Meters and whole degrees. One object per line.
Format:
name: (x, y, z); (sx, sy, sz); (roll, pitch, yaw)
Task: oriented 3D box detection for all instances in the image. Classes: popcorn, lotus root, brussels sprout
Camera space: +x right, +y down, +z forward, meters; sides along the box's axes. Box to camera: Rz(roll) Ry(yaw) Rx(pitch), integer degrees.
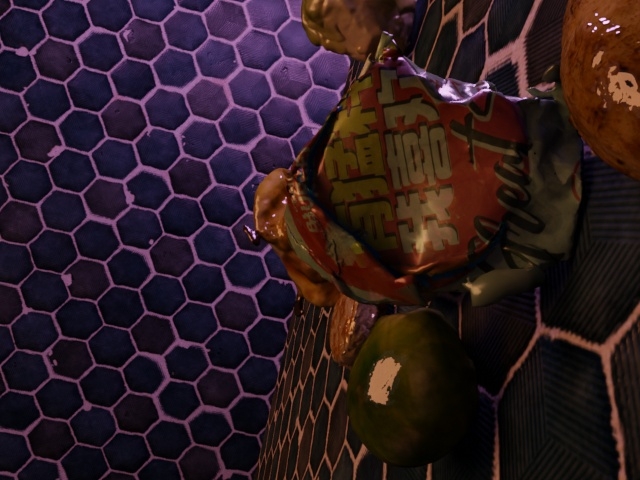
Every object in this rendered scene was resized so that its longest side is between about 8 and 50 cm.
popcorn: (0.000, 0.000, 1.306); (0.297, 0.281, 0.315); (51, 165, 29)
lotus root: (0.219, -0.133, 0.430); (0.258, 0.097, 0.110); (-80, 4, -47)
brussels sprout: (0.097, 0.159, 0.655); (0.181, 0.144, 0.161); (40, -140, -73)
brussels sprout: (0.086, -0.549, 1.436); (0.242, 0.274, 0.316); (-47, 25, 34)

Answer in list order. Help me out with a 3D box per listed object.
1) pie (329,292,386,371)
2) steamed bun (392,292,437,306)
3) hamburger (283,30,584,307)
pie: (0.073, 0.134, 1.085); (0.179, 0.084, 0.205); (117, 166, -57)
steamed bun: (0.112, -0.034, 0.805); (0.273, 0.166, 0.232); (-142, 76, -79)
hamburger: (0.115, -0.049, 0.605); (0.150, 0.276, 0.260); (28, -99, -73)
